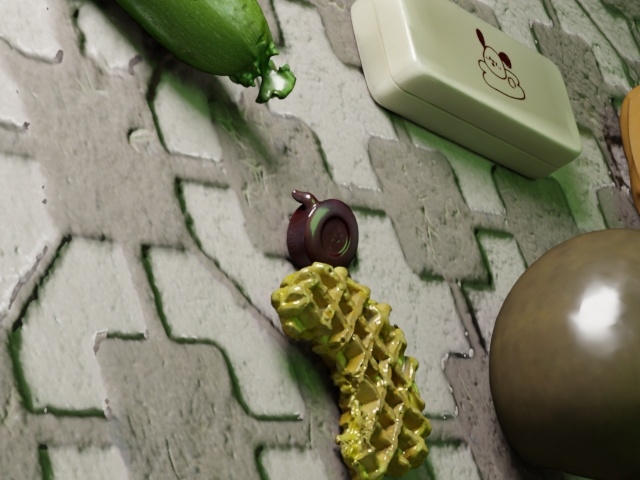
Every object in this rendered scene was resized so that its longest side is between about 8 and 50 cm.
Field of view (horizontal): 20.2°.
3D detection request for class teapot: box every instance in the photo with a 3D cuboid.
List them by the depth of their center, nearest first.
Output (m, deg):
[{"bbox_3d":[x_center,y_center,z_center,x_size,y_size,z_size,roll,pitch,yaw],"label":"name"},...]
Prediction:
[{"bbox_3d":[0.000,0.000,1.586,0.068,0.045,0.100,-36,114,-36],"label":"teapot"}]

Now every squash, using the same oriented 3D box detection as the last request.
[{"bbox_3d":[-0.156,-0.255,1.525,0.379,0.101,0.101,48,33,-21],"label":"squash"}]

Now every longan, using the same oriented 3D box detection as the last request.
[{"bbox_3d":[0.278,0.114,1.701,0.258,0.258,0.258,35,39,-35],"label":"longan"}]

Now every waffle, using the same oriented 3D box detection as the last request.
[{"bbox_3d":[0.026,0.111,1.523,0.149,0.051,0.194,-5,74,-54],"label":"waffle"}]

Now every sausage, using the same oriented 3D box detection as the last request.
[{"bbox_3d":[0.440,-0.096,2.220,0.136,0.120,0.241,46,30,-48],"label":"sausage"}]

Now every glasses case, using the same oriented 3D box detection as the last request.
[{"bbox_3d":[0.161,-0.170,1.931,0.313,0.070,0.131,22,48,-46],"label":"glasses case"}]
